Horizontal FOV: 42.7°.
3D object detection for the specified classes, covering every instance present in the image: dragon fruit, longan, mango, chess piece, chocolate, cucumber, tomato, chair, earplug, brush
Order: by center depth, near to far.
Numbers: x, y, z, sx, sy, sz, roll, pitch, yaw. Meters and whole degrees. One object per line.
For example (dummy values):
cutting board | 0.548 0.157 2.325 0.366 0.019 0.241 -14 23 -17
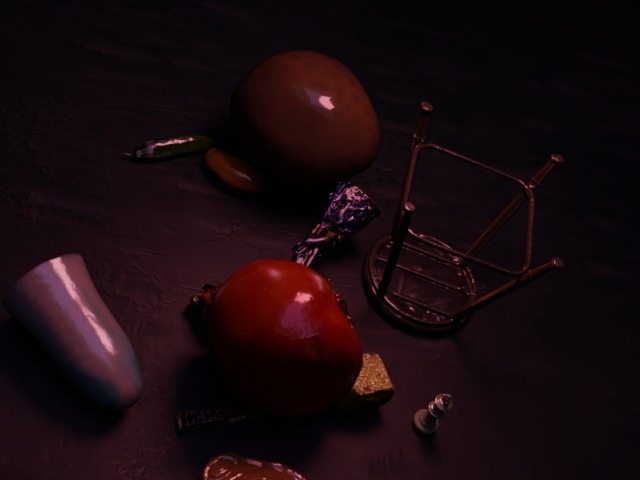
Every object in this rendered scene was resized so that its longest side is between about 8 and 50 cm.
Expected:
earplug | -0.472 0.204 1.655 0.185 0.185 0.324 -32 77 -36
tomato | -0.076 0.201 1.681 0.289 0.325 0.293 -27 53 -5
brush | -0.177 0.363 1.715 0.247 0.036 0.043 -3 64 -23
chess piece | 0.252 0.374 1.791 0.059 0.149 0.059 9 53 -13
dragon fruit | -0.208 0.138 1.825 0.175 0.142 0.138 20 82 21
chair | 0.311 -0.011 1.940 0.364 0.410 0.362 20 48 -5
chocolate | -0.001 0.005 1.949 0.343 0.148 0.126 -47 113 -21
longan | -0.038 -0.306 2.072 0.404 0.336 0.404 24 10 -5
mango | -0.223 -0.178 2.094 0.190 0.075 0.098 35 34 13
cucumber | -0.380 -0.240 2.097 0.250 0.056 0.056 -15 60 -30

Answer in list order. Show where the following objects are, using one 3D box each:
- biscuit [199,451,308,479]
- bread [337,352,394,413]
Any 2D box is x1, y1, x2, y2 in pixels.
biscuit | -0.105 0.568 1.556 0.351 0.057 0.312 35 46 5
bread | 0.089 0.318 1.801 0.129 0.111 0.114 6 48 -23
